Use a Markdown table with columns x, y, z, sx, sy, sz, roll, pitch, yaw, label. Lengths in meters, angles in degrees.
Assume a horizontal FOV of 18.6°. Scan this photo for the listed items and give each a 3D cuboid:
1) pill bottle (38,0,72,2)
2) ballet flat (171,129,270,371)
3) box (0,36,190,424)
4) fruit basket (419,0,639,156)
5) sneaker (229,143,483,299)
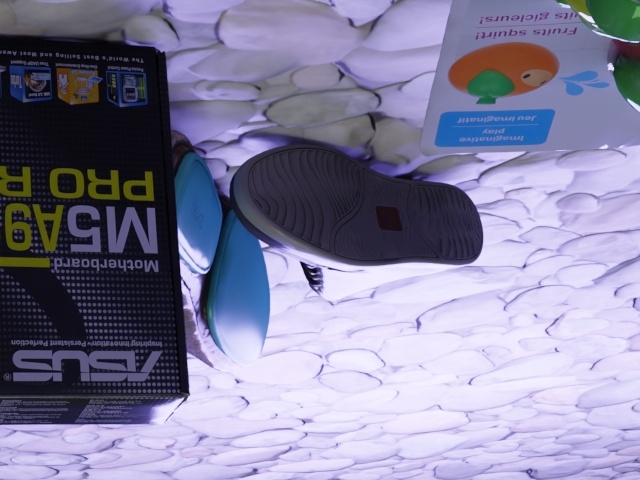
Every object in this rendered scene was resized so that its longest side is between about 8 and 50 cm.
| x | y | z | sx | sy | sz | roll | pitch | yaw | label |
| --- | --- | --- | --- | --- | --- | --- | --- | --- | --- |
| -0.119 | -0.185 | 0.771 | 0.119 | 0.119 | 0.208 | -6 | 160 | 1 | pill bottle |
| -0.109 | 0.001 | 1.330 | 0.106 | 0.108 | 0.316 | 11 | 157 | 14 | ballet flat |
| -0.214 | -0.007 | 1.079 | 0.270 | 0.216 | 0.060 | 2 | 158 | -18 | box |
| 0.224 | -0.122 | 0.929 | 0.327 | 0.165 | 0.353 | -3 | 149 | -6 | fruit basket |
| 0.000 | 0.000 | 1.346 | 0.222 | 0.083 | 0.118 | 13 | 153 | -43 | sneaker |
